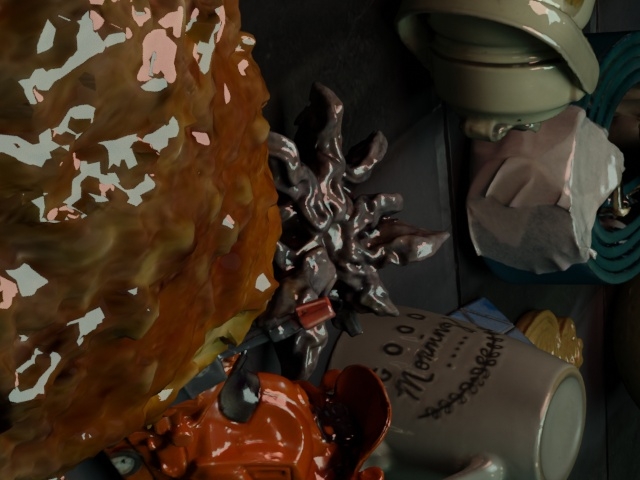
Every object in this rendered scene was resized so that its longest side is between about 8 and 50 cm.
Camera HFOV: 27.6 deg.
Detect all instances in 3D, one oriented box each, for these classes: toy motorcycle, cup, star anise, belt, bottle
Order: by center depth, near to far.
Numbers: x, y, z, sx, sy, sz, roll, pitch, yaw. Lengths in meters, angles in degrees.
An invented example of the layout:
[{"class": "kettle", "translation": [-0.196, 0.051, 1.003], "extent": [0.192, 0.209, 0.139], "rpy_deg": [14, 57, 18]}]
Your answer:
[{"class": "toy motorcycle", "translation": [-0.065, 0.128, 1.026], "extent": [0.148, 0.221, 0.326], "rpy_deg": [-114, 180, -47]}, {"class": "star anise", "translation": [0.003, -0.002, 1.186], "extent": [0.212, 0.129, 0.283], "rpy_deg": [2, 93, -43]}, {"class": "cup", "translation": [0.124, 0.196, 1.328], "extent": [0.258, 0.234, 0.186], "rpy_deg": [-49, 137, -39]}, {"class": "bottle", "translation": [0.185, -0.266, 1.338], "extent": [0.229, 0.229, 0.352], "rpy_deg": [-36, 132, -50]}, {"class": "belt", "translation": [0.336, -0.111, 1.664], "extent": [0.436, 0.173, 0.300], "rpy_deg": [-38, 121, -54]}]

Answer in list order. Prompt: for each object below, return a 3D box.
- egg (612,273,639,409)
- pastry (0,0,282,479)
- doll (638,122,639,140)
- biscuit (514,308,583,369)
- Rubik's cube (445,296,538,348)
[{"class": "egg", "translation": [0.651, 0.127, 2.092], "extent": [0.428, 0.345, 0.345], "rpy_deg": [-61, 145, -33]}, {"class": "pastry", "translation": [-0.199, -0.024, 0.672], "extent": [0.337, 0.292, 0.405], "rpy_deg": [-54, 153, -24]}, {"class": "doll", "translation": [0.429, -0.120, 1.585], "extent": [0.227, 0.075, 0.102], "rpy_deg": [53, 25, -57]}, {"class": "biscuit", "translation": [0.315, 0.198, 1.843], "extent": [0.288, 0.044, 0.202], "rpy_deg": [8, 91, -58]}, {"class": "Rubik's cube", "translation": [0.177, 0.117, 1.570], "extent": [0.190, 0.211, 0.178], "rpy_deg": [43, 35, -28]}]
